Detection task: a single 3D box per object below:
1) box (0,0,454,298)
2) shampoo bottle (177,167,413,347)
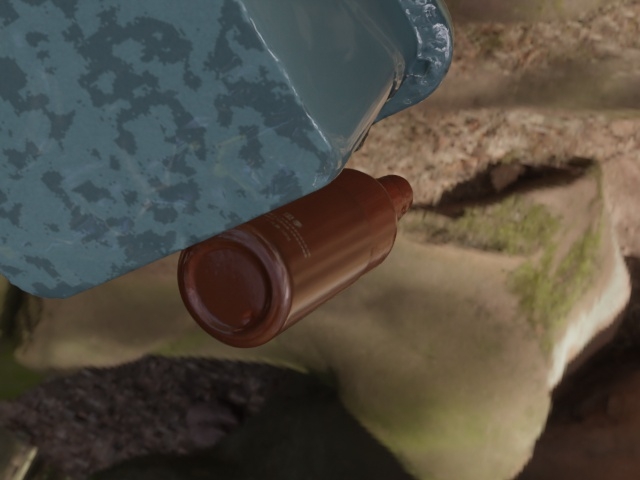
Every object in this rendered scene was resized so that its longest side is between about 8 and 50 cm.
[{"bbox_3d":[-0.075,-0.099,0.397,0.162,0.130,0.227,-22,114,27],"label":"box"},{"bbox_3d":[0.001,-0.002,0.830,0.085,0.244,0.085,7,106,26],"label":"shampoo bottle"}]
